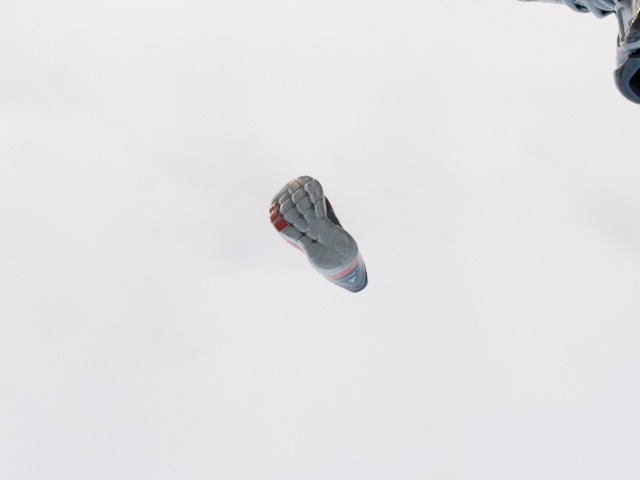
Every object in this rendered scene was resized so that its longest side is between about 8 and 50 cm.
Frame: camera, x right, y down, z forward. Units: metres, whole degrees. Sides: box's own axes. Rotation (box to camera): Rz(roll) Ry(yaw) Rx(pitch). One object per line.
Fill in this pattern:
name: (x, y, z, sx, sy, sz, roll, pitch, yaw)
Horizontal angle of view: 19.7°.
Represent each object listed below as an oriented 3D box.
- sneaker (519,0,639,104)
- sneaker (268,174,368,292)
sneaker: (0.148, -0.126, 0.930, 0.086, 0.132, 0.229, 28, 158, -30)
sneaker: (0.000, 0.000, 1.753, 0.061, 0.065, 0.158, -34, -139, 4)
